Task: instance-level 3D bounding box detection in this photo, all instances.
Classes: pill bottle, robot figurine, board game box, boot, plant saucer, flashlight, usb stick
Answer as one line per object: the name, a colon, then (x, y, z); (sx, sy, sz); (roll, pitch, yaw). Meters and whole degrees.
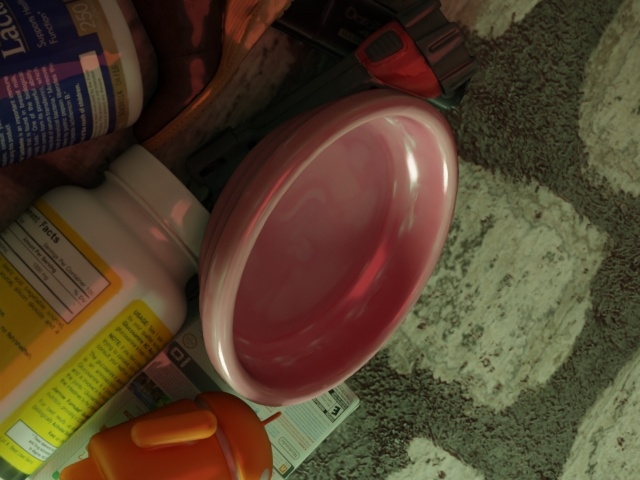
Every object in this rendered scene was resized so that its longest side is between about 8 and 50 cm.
pill bottle: (-0.251, 0.070, 1.286); (0.334, 0.188, 0.188); (-44, 119, -9)
robot figurine: (-0.140, 0.223, 1.312); (0.219, 0.128, 0.158); (-20, 111, -20)
pill bottle: (-0.307, -0.139, 1.216); (0.264, 0.153, 0.153); (-21, 113, -21)
board game box: (-0.139, 0.197, 1.434); (0.303, 0.097, 0.224); (-44, 118, -10)
boot: (-0.159, -0.234, 1.312); (0.207, 0.090, 0.248); (38, 90, -11)
plant saucer: (0.000, 0.000, 1.307); (0.332, 0.084, 0.332); (-32, 139, -33)
flashlight: (0.013, -0.130, 1.385); (0.304, 0.103, 0.103); (-35, 99, 4)
usb stick: (0.047, -0.220, 1.433); (0.278, 0.045, 0.077); (23, 90, -30)
